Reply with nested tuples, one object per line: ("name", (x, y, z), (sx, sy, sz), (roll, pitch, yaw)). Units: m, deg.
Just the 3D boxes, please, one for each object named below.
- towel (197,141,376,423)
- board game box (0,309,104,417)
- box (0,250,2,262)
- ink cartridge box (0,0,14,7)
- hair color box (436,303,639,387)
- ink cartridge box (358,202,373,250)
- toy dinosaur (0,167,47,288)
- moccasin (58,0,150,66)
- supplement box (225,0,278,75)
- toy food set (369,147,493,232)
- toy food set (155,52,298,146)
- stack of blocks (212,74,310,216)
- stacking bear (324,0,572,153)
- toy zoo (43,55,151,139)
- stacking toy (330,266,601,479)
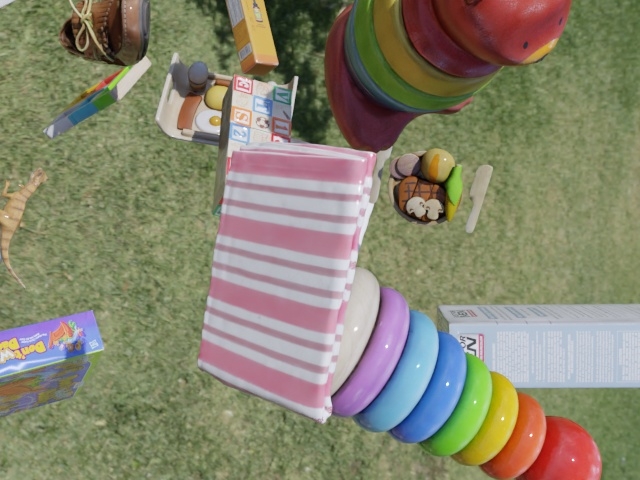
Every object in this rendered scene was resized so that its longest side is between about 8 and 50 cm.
("towel", (-0.029, 0.024, 0.521), (0.029, 0.144, 0.196), (8, 93, -46))
("board game box", (-0.558, 0.248, 1.283), (0.233, 0.347, 0.078), (-12, 72, -31))
("box", (-0.785, 0.065, 1.472), (0.091, 0.130, 0.170), (111, -4, -71))
("ink cartridge box", (-0.669, -0.601, 1.440), (0.353, 0.207, 0.119), (-37, 142, -21))
("hair color box", (0.398, 0.178, 1.183), (0.185, 0.375, 0.113), (-47, 137, -85))
("ink cartridge box", (0.000, 0.000, 1.473), (0.117, 0.278, 0.201), (23, 64, -9))
("toy dinosaur", (-0.544, -0.033, 1.189), (0.064, 0.112, 0.211), (5, 105, -76))
("moccasin", (-0.444, -0.430, 1.383), (0.147, 0.380, 0.139), (1, 102, -33))
("supplement box", (-0.187, -0.569, 1.854), (0.078, 0.080, 0.233), (-6, 80, -40))
("toy food set", (0.166, -0.085, 1.099), (0.038, 0.192, 0.132), (-35, 138, -64))
("toy food set", (-0.216, -0.335, 1.632), (0.092, 0.306, 0.219), (107, -10, -58))
("stack of blocks", (-0.115, -0.178, 1.388), (0.171, 0.087, 0.297), (12, 58, -21))
("stacking bear", (0.118, -0.198, 0.633), (0.175, 0.289, 0.164), (-29, 98, -15))
("toy zoo", (-0.565, -0.345, 1.692), (0.030, 0.293, 0.192), (54, 32, -27))
("stacking toy", (0.136, 0.158, 0.668), (0.330, 0.141, 0.141), (29, 71, -11))
